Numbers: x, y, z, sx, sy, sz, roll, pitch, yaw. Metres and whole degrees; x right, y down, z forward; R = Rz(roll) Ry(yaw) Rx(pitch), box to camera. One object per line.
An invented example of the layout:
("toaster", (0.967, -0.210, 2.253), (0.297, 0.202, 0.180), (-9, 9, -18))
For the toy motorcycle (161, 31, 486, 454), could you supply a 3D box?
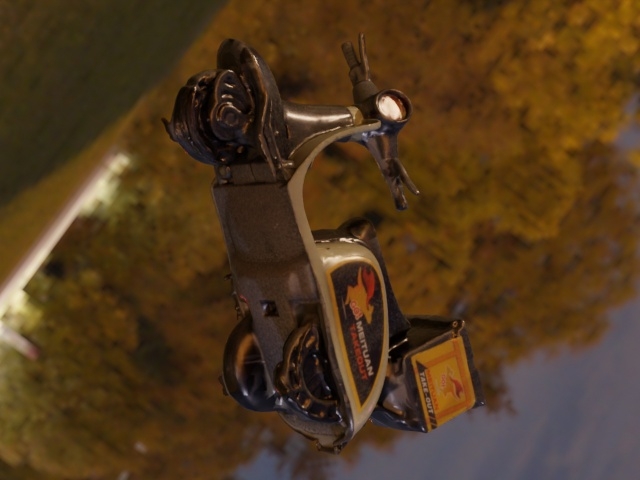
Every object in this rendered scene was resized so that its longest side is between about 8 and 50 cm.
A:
("toy motorcycle", (0.000, 0.000, 1.022), (0.157, 0.263, 0.091), (-23, -166, -34))
